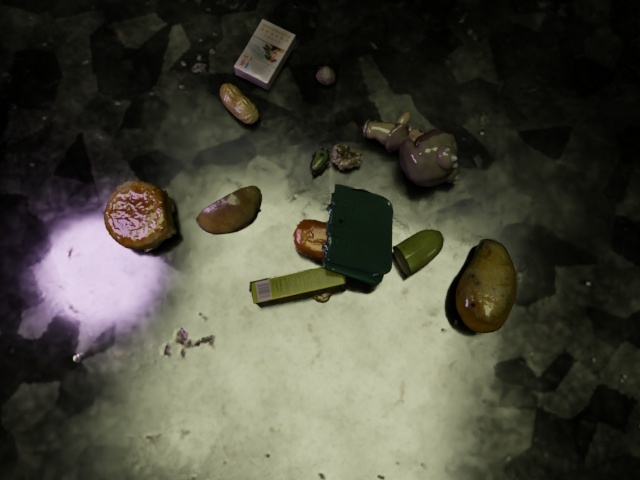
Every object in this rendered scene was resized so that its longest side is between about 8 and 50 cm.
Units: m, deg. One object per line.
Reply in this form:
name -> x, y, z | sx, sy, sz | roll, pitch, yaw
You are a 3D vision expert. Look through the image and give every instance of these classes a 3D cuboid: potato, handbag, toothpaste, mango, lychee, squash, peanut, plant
potato -> -0.316, -0.101, 1.913 | 0.261, 0.100, 0.120 | -29, 78, -6
handbag -> 0.129, -0.026, 1.825 | 0.238, 0.089, 0.327 | 17, 55, -14
toothpaste -> -0.073, 0.154, 1.836 | 0.327, 0.110, 0.077 | -12, 73, 2
mango -> 0.569, 0.156, 1.832 | 0.176, 0.175, 0.330 | 43, 57, -23
handbag -> -0.003, -0.289, 1.985 | 0.072, 0.047, 0.111 | 26, 76, 7
lychee -> 0.019, -0.631, 2.059 | 0.083, 0.068, 0.067 | 47, 122, 6
squash -> 0.351, 0.029, 1.880 | 0.186, 0.123, 0.123 | -32, 79, -12
peanut -> -0.309, -0.513, 2.016 | 0.194, 0.093, 0.083 | 45, 95, 7
plant -> 0.094, -0.320, 1.960 | 0.116, 0.122, 0.105 | -7, 65, 6

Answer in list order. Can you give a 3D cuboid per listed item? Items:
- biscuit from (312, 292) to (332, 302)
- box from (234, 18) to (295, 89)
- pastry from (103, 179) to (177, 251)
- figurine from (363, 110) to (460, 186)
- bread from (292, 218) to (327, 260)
biscuit -> 0.019, 0.149, 1.897 | 0.071, 0.018, 0.147 | 21, 79, 7
box -> -0.213, -0.715, 2.075 | 0.149, 0.067, 0.233 | 26, 79, 6
pastry -> -0.636, -0.083, 1.902 | 0.235, 0.121, 0.257 | -13, 79, 1
figurine -> 0.327, -0.326, 1.917 | 0.380, 0.248, 0.203 | 33, 84, 20
bread -> 0.000, 0.000, 1.889 | 0.190, 0.114, 0.132 | 13, 79, 8
